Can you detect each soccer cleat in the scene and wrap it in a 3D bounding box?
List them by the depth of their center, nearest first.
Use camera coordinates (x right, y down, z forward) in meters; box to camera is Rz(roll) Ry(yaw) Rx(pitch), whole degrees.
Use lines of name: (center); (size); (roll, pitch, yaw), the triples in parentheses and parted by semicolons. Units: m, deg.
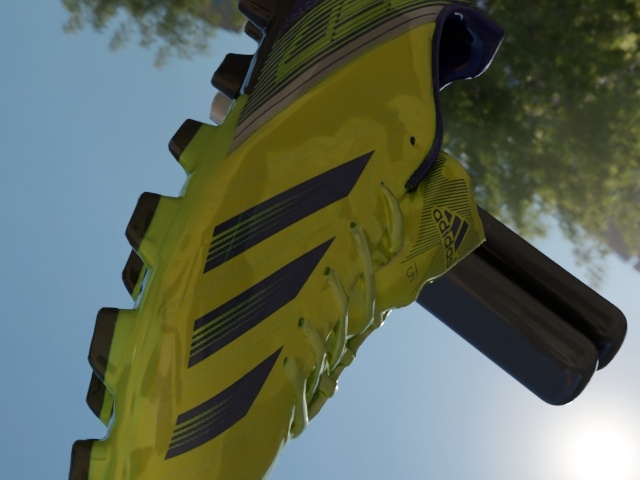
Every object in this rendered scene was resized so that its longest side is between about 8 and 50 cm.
soccer cleat: (0.000, -0.001, 0.387); (0.121, 0.093, 0.289); (22, -124, -5)

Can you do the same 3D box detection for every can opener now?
can opener: (0.049, -0.023, 0.614); (0.280, 0.093, 0.074); (42, -134, 17)
